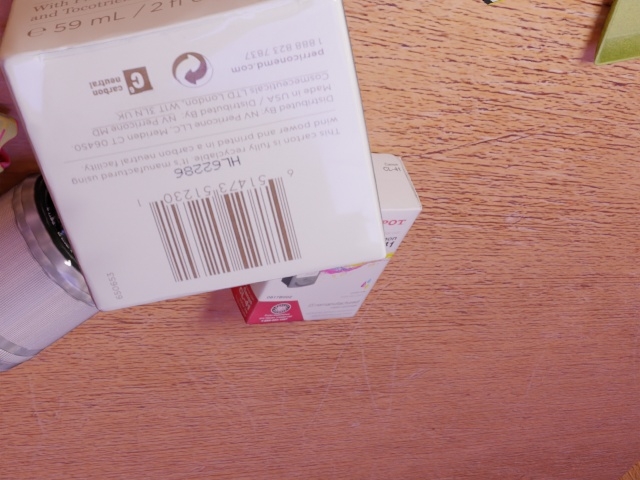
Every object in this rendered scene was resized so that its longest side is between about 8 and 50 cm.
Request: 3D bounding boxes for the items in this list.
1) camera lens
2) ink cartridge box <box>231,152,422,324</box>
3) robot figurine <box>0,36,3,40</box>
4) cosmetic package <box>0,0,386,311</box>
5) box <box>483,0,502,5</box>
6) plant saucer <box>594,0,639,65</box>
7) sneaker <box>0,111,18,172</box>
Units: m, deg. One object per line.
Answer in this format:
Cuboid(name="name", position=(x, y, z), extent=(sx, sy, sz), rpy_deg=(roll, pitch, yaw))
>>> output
Cuboid(name="camera lens", position=(-0.434, 0.049, 1.743), extent=(0.274, 0.219, 0.219), rpy_deg=(-33, 145, 15))
Cuboid(name="ink cartridge box", position=(0.000, 0.000, 2.012), extent=(0.226, 0.131, 0.306), rpy_deg=(-2, 143, -28))
Cuboid(name="robot figurine", position=(-0.341, -0.255, 1.510), extent=(0.115, 0.067, 0.101), rpy_deg=(-22, 170, -4))
Cuboid(name="cosmetic package", position=(-0.127, -0.187, 1.323), extent=(0.329, 0.394, 0.327), rpy_deg=(-12, 127, 3))
Cuboid(name="box", position=(0.261, -0.451, 1.297), extent=(0.257, 0.322, 0.079), rpy_deg=(-14, 170, 26))
Cuboid(name="plant saucer", position=(0.527, -0.370, 1.878), extent=(0.188, 0.045, 0.188), rpy_deg=(-12, 145, -15))
Cuboid(name="sneaker", position=(-0.476, -0.099, 1.639), extent=(0.094, 0.081, 0.208), rpy_deg=(5, 137, -38))
